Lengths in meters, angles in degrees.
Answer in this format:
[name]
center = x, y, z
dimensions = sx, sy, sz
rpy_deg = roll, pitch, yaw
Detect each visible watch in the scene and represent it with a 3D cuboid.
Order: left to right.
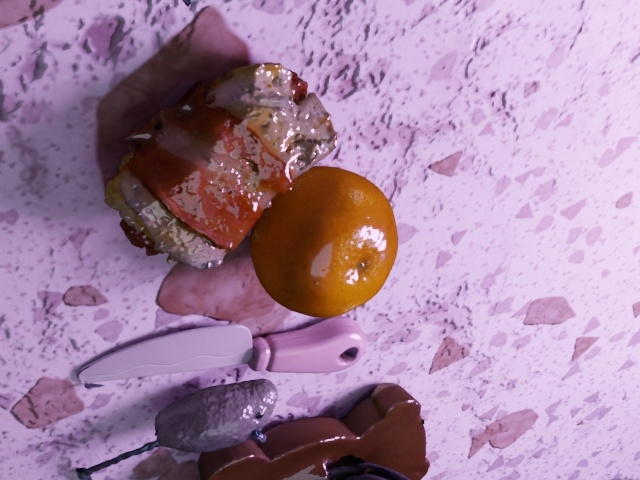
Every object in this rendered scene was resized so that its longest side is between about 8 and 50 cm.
[watch]
center = 0.038, 0.389, 1.316
dimensions = 0.335, 0.327, 0.314
rpy_deg = -24, 139, -12

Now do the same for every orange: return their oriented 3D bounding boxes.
[orange]
center = 0.000, 0.000, 1.070
dimensions = 0.155, 0.134, 0.154
rpy_deg = -20, 121, -37

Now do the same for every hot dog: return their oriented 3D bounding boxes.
[hot dog]
center = -0.091, -0.071, 0.960
dimensions = 0.213, 0.103, 0.146
rpy_deg = -41, 119, -5

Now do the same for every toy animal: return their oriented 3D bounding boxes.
[toy animal]
center = -0.164, 0.222, 1.210
dimensions = 0.253, 0.070, 0.079
rpy_deg = -24, 122, 0

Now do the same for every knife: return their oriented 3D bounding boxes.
[knife]
center = -0.097, 0.123, 1.188
dimensions = 0.336, 0.043, 0.081
rpy_deg = -3, 133, -29

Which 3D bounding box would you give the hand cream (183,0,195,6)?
[hand cream]
center = 0.027, -0.284, 0.863
dimensions = 0.331, 0.058, 0.085
rpy_deg = -30, 123, -12
